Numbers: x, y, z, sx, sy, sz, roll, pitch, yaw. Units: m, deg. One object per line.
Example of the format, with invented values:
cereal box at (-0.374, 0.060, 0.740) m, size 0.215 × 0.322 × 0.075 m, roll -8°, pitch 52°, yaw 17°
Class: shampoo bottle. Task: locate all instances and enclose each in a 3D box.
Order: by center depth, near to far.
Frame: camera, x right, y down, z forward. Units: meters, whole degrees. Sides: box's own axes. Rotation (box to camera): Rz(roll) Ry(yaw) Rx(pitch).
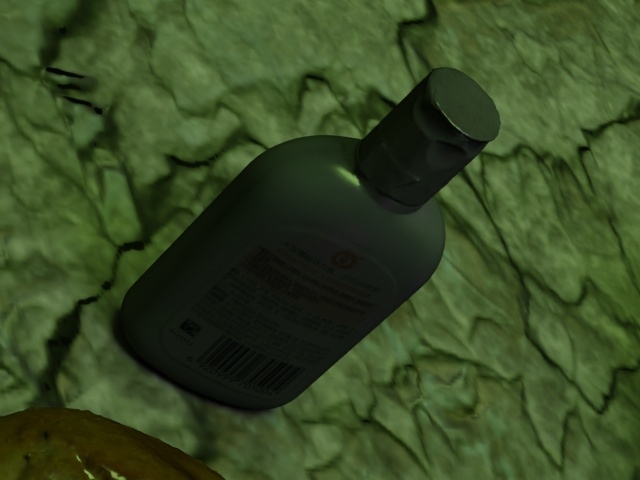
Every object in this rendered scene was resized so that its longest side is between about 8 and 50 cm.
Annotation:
shampoo bottle at (0.000, 0.000, 0.654) m, size 0.080 × 0.165 × 0.040 m, roll 28°, pitch 40°, yaw -21°

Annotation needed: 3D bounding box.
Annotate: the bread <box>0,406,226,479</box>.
bread at (-0.013, 0.138, 0.583) m, size 0.344 × 0.084 × 0.124 m, roll 35°, pitch 38°, yaw -13°
